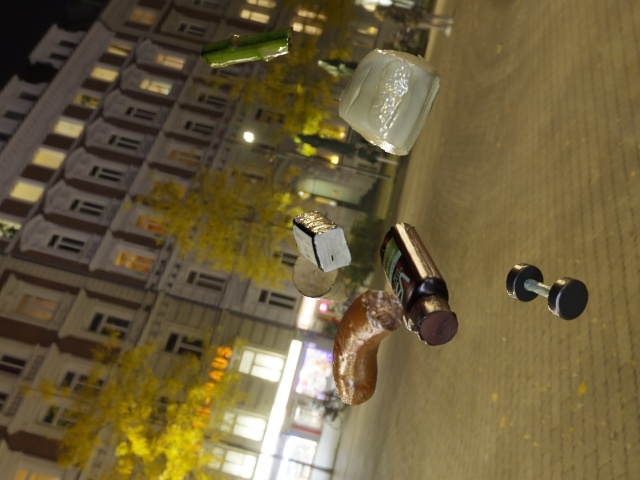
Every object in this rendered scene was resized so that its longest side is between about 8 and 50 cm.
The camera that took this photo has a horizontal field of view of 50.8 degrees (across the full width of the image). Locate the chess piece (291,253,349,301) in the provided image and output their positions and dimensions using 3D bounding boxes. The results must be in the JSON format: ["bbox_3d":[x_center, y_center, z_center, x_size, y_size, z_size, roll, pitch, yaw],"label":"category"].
[{"bbox_3d":[0.020,0.109,1.895,0.301,0.137,0.137,38,-115,-72],"label":"chess piece"}]

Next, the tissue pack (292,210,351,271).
[{"bbox_3d":[0.000,-0.001,1.592,0.170,0.090,0.103,36,143,62],"label":"tissue pack"}]

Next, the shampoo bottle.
[{"bbox_3d":[0.183,0.084,1.301,0.323,0.084,0.129,-102,23,-63],"label":"shampoo bottle"}]

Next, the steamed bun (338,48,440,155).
[{"bbox_3d":[0.184,-0.422,1.981,0.273,0.272,0.290,-7,-63,-77],"label":"steamed bun"}]

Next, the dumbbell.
[{"bbox_3d":[0.547,0.121,1.640,0.191,0.100,0.100,27,105,65],"label":"dumbbell"}]

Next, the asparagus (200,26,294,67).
[{"bbox_3d":[-0.163,-0.443,1.557,0.060,0.277,0.067,-27,-65,-49],"label":"asparagus"}]

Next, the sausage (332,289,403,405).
[{"bbox_3d":[0.068,0.173,1.109,0.103,0.076,0.302,61,157,30],"label":"sausage"}]
